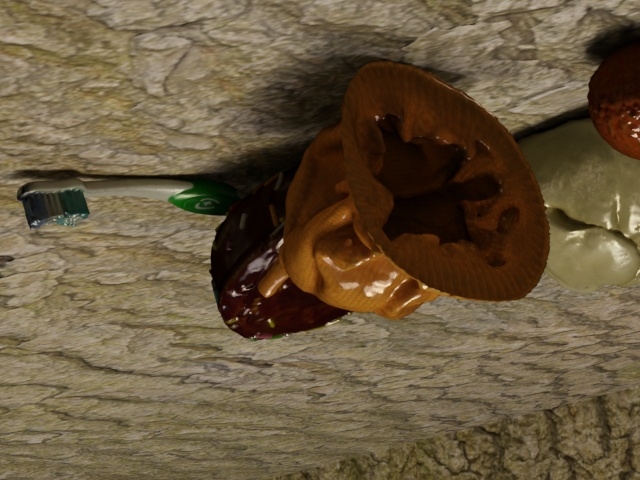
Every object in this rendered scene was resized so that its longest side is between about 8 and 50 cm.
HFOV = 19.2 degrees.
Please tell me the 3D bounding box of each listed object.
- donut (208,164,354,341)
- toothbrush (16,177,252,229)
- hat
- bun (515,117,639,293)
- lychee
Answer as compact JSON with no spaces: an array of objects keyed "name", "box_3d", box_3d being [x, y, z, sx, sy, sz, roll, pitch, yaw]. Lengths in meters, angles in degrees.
[{"name":"donut","box_3d":[0.000,0.000,1.771,0.235,0.089,0.235,-23,154,-12]},{"name":"toothbrush","box_3d":[-0.097,-0.042,1.746,0.418,0.040,0.042,-4,155,-42]},{"name":"hat","box_3d":[0.025,0.004,1.570,0.233,0.244,0.233,44,130,-19]},{"name":"bun","box_3d":[0.296,-0.031,1.830,0.259,0.160,0.259,-9,163,-3]},{"name":"lychee","box_3d":[0.286,-0.118,1.591,0.140,0.101,0.114,12,144,-44]}]
